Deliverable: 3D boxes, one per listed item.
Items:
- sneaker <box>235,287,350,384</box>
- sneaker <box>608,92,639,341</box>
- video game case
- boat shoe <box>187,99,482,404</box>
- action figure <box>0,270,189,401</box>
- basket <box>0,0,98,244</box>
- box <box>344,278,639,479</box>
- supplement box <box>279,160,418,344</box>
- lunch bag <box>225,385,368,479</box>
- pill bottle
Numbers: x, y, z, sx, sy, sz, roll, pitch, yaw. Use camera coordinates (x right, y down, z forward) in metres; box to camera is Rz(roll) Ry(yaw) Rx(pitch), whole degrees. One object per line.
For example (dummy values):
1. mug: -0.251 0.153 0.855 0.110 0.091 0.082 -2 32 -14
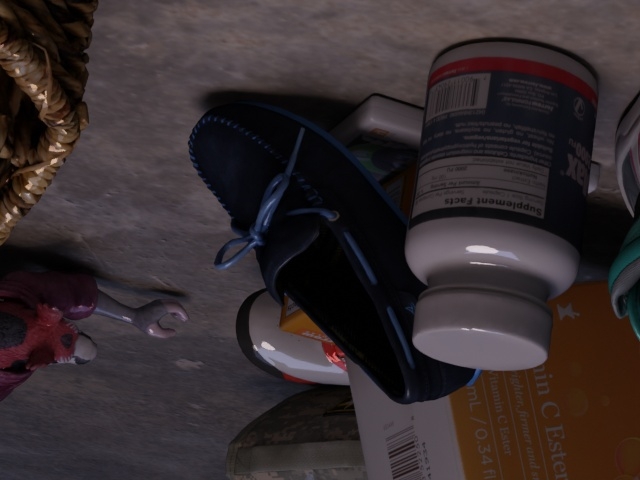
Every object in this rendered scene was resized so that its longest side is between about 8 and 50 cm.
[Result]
1. sneaker: 0.076 0.078 1.517 0.270 0.090 0.145 16 159 -27
2. sneaker: 0.236 0.002 1.096 0.124 0.178 0.295 6 160 7
3. video game case: 0.075 -0.040 1.285 0.173 0.022 0.190 16 159 -18
4. boat shoe: 0.000 0.000 1.164 0.258 0.089 0.109 39 135 26
5. action figure: -0.309 0.083 1.632 0.276 0.248 0.370 43 152 -11
6. basket: -0.278 -0.098 0.984 0.299 0.223 0.213 26 154 -38
7. box: 0.220 0.146 1.307 0.345 0.215 0.168 -6 166 -22
8. supplement box: 0.052 0.014 1.296 0.078 0.080 0.233 17 160 -20
9. lunch bag: 0.078 0.228 1.812 0.235 0.168 0.287 -6 160 36
10. pill bottle: 0.107 -0.018 1.096 0.108 0.180 0.108 8 161 3
